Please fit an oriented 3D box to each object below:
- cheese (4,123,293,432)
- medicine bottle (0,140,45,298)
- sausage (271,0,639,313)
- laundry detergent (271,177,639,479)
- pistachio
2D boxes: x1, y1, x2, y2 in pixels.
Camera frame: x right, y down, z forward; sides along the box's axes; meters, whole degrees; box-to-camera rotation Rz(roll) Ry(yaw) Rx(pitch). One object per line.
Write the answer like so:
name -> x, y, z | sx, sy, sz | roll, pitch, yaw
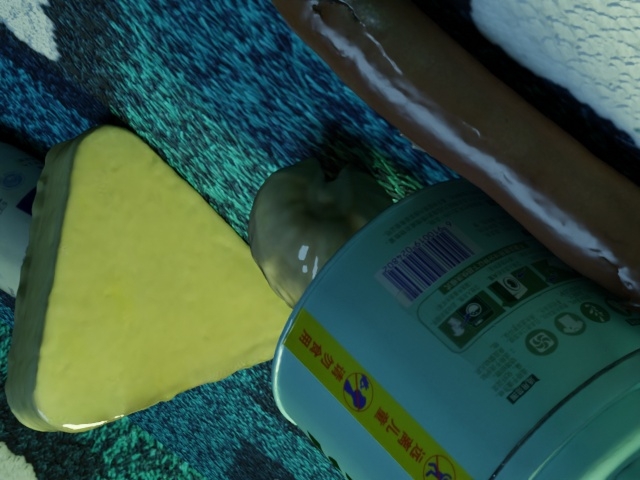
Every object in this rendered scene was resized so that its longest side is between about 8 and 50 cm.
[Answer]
cheese -> -0.237, 0.028, 1.841 | 0.384, 0.384, 0.104 | 46, 153, -18
medicine bottle -> -0.435, -0.025, 2.137 | 0.332, 0.190, 0.190 | 28, 157, 27
sausage -> 0.128, -0.092, 1.170 | 0.419, 0.094, 0.094 | 40, 176, -1
laundry detergent -> 0.159, 0.146, 1.251 | 0.305, 0.287, 0.287 | 44, 165, 32
pistachio -> 0.000, 0.000, 1.493 | 0.157, 0.157, 0.229 | 38, 167, 2
